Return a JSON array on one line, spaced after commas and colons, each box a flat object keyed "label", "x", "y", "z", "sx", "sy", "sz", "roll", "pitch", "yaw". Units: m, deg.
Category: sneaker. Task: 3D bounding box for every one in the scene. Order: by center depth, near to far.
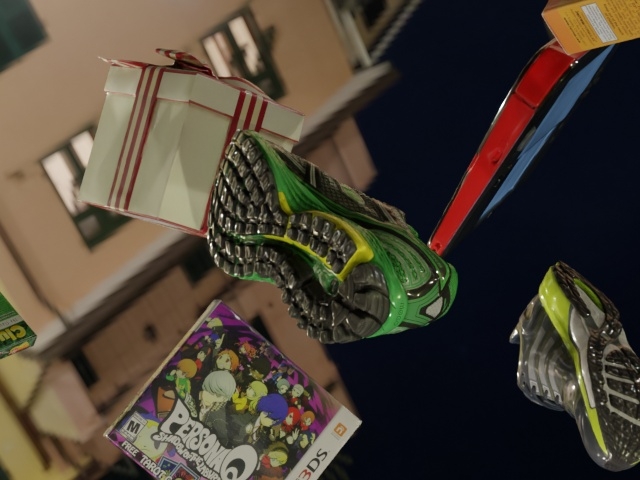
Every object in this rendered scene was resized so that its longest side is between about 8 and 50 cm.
[{"label": "sneaker", "x": 0.000, "y": 0.000, "z": 1.479, "sx": 0.146, "sy": 0.134, "sz": 0.343, "roll": 4, "pitch": -154, "yaw": -36}, {"label": "sneaker", "x": 0.285, "y": 0.155, "z": 1.673, "sx": 0.121, "sy": 0.111, "sz": 0.300, "roll": -54, "pitch": -158, "yaw": 25}]

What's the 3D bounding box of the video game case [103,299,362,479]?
[{"label": "video game case", "x": -0.102, "y": 0.222, "z": 1.801, "sx": 0.210, "sy": 0.232, "sz": 0.042, "roll": -50, "pitch": -171, "yaw": -13}]

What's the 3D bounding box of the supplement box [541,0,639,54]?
[{"label": "supplement box", "x": 0.390, "y": -0.295, "z": 1.842, "sx": 0.233, "sy": 0.080, "sz": 0.078, "roll": -11, "pitch": -142, "yaw": 44}]

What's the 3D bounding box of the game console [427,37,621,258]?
[{"label": "game console", "x": 0.305, "y": -0.158, "z": 2.171, "sx": 0.060, "sy": 0.342, "sz": 0.386, "roll": 33, "pitch": -149, "yaw": 13}]

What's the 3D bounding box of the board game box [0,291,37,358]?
[{"label": "board game box", "x": -0.538, "y": 0.135, "z": 2.123, "sx": 0.259, "sy": 0.030, "sz": 0.136, "roll": -22, "pitch": -122, "yaw": -43}]

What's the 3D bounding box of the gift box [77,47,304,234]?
[{"label": "gift box", "x": -0.216, "y": -0.149, "z": 2.335, "sx": 0.276, "sy": 0.255, "sz": 0.258, "roll": 14, "pitch": -93, "yaw": 42}]
